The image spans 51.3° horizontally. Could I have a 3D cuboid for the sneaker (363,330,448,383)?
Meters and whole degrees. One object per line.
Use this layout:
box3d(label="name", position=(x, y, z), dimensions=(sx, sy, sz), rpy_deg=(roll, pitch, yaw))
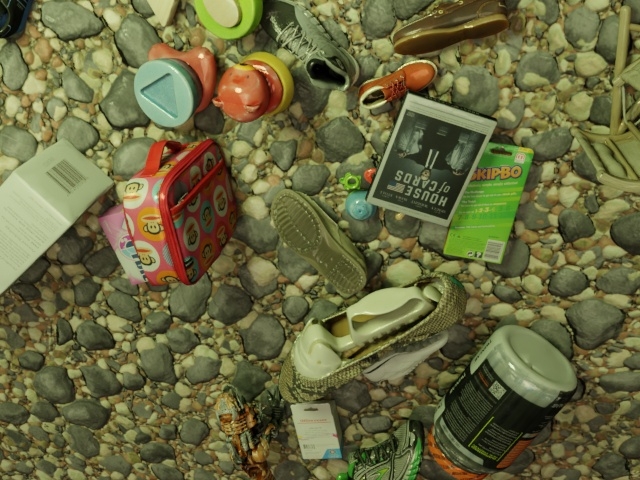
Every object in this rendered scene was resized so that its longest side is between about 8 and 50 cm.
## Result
box3d(label="sneaker", position=(0.198, 0.260, 1.540), dimensions=(0.235, 0.090, 0.095), rpy_deg=(-27, 123, 25))

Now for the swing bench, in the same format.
box3d(label="swing bench", position=(0.558, -0.231, 1.114), dimensions=(0.165, 0.253, 0.255), rpy_deg=(13, 119, 2))

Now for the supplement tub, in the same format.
box3d(label="supplement tub", position=(0.392, 0.371, 1.487), dimensions=(0.207, 0.207, 0.338), rpy_deg=(27, 118, -5))

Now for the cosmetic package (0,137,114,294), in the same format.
box3d(label="cosmetic package", position=(-0.657, -0.023, 1.449), dimensions=(0.385, 0.217, 0.156), rpy_deg=(-39, 106, 26))

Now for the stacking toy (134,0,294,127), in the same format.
box3d(label="stacking toy", position=(-0.227, -0.339, 1.215), dimensions=(0.308, 0.130, 0.280), rpy_deg=(2, 119, 25))

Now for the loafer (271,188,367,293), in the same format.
box3d(label="loafer", position=(0.000, 0.000, 1.425), dimensions=(0.102, 0.092, 0.268), rpy_deg=(-40, 89, 21))

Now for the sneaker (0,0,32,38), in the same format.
box3d(label="sneaker", position=(-0.587, -0.488, 1.260), dimensions=(0.081, 0.090, 0.232), rpy_deg=(25, 119, -4))

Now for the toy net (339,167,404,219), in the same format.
box3d(label="toy net", position=(0.161, -0.101, 1.371), dimensions=(0.232, 0.045, 0.122), rpy_deg=(-5, 115, 10))

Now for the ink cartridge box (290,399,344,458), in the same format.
box3d(label="ink cartridge box", position=(-0.007, 0.464, 1.683), dimensions=(0.104, 0.061, 0.181), rpy_deg=(-5, 117, 11))

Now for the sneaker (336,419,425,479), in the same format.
box3d(label="sneaker", position=(0.149, 0.568, 1.673), dimensions=(0.146, 0.134, 0.344), rpy_deg=(28, 119, -5))

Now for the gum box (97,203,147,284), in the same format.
box3d(label="gum box", position=(-0.405, 0.006, 1.507), dimensions=(0.107, 0.062, 0.188), rpy_deg=(-14, 114, 16))

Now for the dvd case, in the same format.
box3d(label="dvd case", position=(0.208, -0.153, 1.286), dimensions=(0.179, 0.030, 0.239), rpy_deg=(17, 120, -5))

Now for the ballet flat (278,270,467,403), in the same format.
box3d(label="ballet flat", position=(0.080, 0.193, 1.435), dimensions=(0.482, 0.164, 0.182), rpy_deg=(-29, 147, 12))

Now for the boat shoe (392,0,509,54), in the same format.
box3d(label="boat shoe", position=(0.229, -0.391, 1.196), dimensions=(0.207, 0.073, 0.073), rpy_deg=(-11, 78, 11))

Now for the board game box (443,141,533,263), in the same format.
box3d(label="board game box", position=(0.338, -0.079, 1.356), dimensions=(0.124, 0.039, 0.259), rpy_deg=(10, 121, 3))

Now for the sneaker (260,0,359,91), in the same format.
box3d(label="sneaker", position=(-0.026, -0.353, 1.215), dimensions=(0.228, 0.132, 0.086), rpy_deg=(35, 117, -10))

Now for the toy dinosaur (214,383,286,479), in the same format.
box3d(label="toy dinosaur", position=(-0.179, 0.481, 1.632), dimensions=(0.164, 0.218, 0.322), rpy_deg=(7, 118, 5))

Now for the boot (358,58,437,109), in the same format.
box3d(label="boot", position=(0.145, -0.288, 1.250), dimensions=(0.157, 0.085, 0.059), rpy_deg=(-20, 111, 17))

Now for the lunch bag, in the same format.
box3d(label="lunch bag", position=(-0.273, -0.077, 1.313), dimensions=(0.120, 0.293, 0.258), rpy_deg=(-2, 118, 16))
